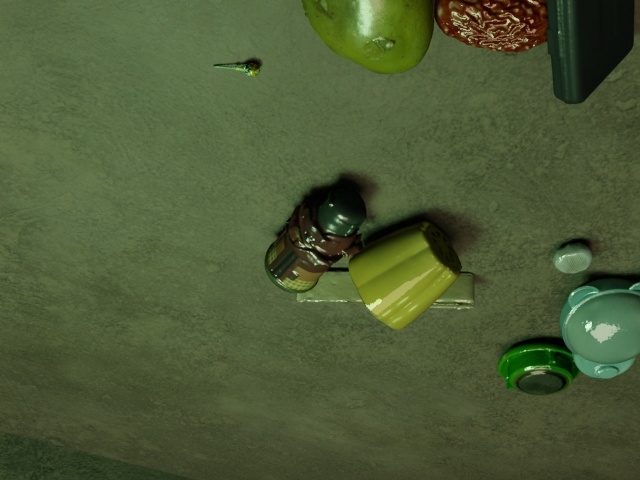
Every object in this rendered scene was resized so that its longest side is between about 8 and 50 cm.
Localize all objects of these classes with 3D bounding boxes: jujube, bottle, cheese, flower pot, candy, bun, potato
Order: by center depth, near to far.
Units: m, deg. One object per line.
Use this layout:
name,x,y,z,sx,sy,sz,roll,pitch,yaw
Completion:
potato,0.063,-0.344,1.068,0.186,0.148,0.253,-19,128,31
jujube,0.253,-0.335,1.087,0.176,0.112,0.109,4,155,7
candy,-0.143,-0.294,1.276,0.083,0.025,0.023,10,177,15
bottle,0.000,0.000,1.532,0.156,0.143,0.271,22,138,-20
flower pot,0.186,0.060,1.563,0.179,0.195,0.195,-36,127,25
bun,0.529,0.034,1.576,0.083,0.045,0.083,2,140,2
cheese,0.146,0.110,1.699,0.401,0.085,0.034,0,160,7

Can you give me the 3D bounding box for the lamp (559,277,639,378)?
lamp,0.647,0.203,1.693,0.210,0.147,0.284,-3,142,7

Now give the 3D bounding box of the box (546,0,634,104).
box,0.386,-0.322,1.062,0.050,0.160,0.230,33,159,37

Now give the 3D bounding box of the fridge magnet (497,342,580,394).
fridge magnet,0.559,0.330,1.917,0.208,0.088,0.208,4,142,3
